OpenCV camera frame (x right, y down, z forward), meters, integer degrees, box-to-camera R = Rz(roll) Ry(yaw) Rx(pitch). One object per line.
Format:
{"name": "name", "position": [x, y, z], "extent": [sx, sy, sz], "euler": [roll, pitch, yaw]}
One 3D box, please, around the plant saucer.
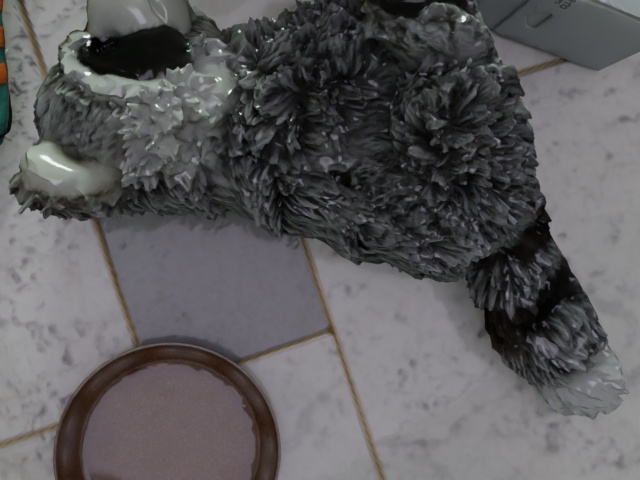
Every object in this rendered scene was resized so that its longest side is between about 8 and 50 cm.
{"name": "plant saucer", "position": [-0.115, 0.160, 0.636], "extent": [0.169, 0.029, 0.168], "euler": [0, 90, -6]}

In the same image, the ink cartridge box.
{"name": "ink cartridge box", "position": [0.207, -0.238, 0.626], "extent": [0.127, 0.128, 0.176], "euler": [21, 88, -5]}

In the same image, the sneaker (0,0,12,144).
{"name": "sneaker", "position": [-0.277, -0.138, 0.597], "extent": [0.108, 0.121, 0.302], "euler": [5, 69, 15]}

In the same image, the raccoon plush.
{"name": "raccoon plush", "position": [0.000, 0.000, 0.573], "extent": [0.299, 0.216, 0.446], "euler": [-29, 92, 2]}
